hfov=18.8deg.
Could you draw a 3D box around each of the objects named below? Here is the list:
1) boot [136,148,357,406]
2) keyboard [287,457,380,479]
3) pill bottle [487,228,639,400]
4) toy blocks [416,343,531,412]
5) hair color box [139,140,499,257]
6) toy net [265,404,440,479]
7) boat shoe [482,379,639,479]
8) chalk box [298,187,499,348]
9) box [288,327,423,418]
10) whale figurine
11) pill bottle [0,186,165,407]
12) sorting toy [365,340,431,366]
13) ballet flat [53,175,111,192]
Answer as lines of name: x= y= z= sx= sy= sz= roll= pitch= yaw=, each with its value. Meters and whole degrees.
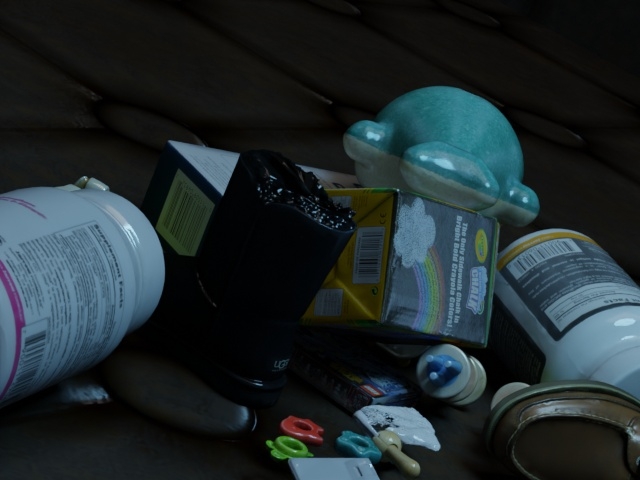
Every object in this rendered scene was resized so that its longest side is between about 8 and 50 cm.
boot: x=-0.090 y=0.005 z=1.755 sx=0.246 sy=0.207 sz=0.094 roll=34 pitch=21 yaw=32
keyboard: x=0.048 y=0.253 z=1.470 sx=0.072 sy=0.014 sz=0.256 roll=-2 pitch=37 yaw=-24
pill bottle: x=0.277 y=0.113 z=1.969 sx=0.162 sy=0.162 sz=0.278 roll=14 pitch=21 yaw=-25
toy blocks: x=0.152 y=0.143 z=1.830 sx=0.123 sy=0.054 sz=0.148 roll=28 pitch=-2 yaw=15
hair color box: x=0.000 y=0.000 z=2.038 sx=0.347 sy=0.105 sz=0.174 roll=9 pitch=23 yaw=-36
toy net: x=0.029 y=0.185 z=1.662 sx=0.122 sy=0.045 sz=0.232 roll=25 pitch=17 yaw=12
boat shoe: x=0.300 y=0.213 z=1.795 sx=0.307 sy=0.110 sz=0.104 roll=15 pitch=19 yaw=-23
chalk box: x=0.082 y=0.032 z=1.860 sx=0.132 sy=0.132 sz=0.213 roll=0 pitch=-11 yaw=40
box: x=0.020 y=0.122 z=1.845 sx=0.137 sy=0.027 sz=0.094 roll=33 pitch=18 yaw=28
whale figurine: x=0.133 y=-0.089 z=1.985 sx=0.216 sy=0.141 sz=0.272 roll=23 pitch=1 yaw=0
pill bottle: x=-0.246 y=0.043 z=1.538 sx=0.160 sy=0.160 sz=0.283 roll=29 pitch=18 yaw=16
sorting toy: x=0.092 y=0.099 z=1.981 sx=0.083 sy=0.045 sz=0.075 roll=33 pitch=13 yaw=27
ballet flat: x=-0.238 y=-0.021 z=1.858 sx=0.077 sy=0.077 sz=0.231 roll=28 pitch=19 yaw=16
